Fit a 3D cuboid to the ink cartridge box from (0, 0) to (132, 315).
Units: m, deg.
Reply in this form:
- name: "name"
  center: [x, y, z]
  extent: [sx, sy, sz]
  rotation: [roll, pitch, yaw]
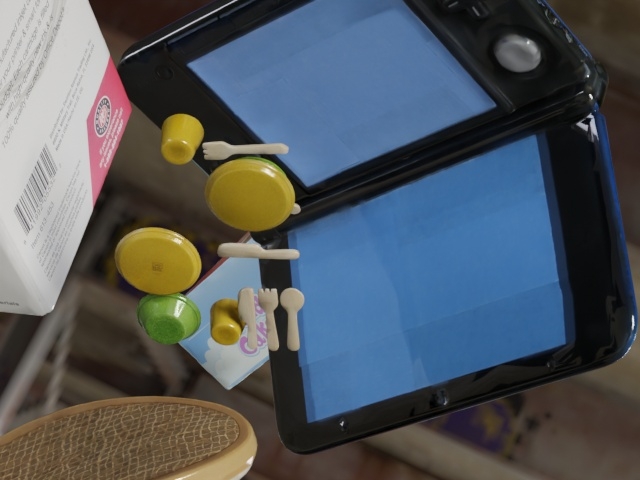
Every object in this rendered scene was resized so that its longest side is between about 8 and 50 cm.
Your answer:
- name: "ink cartridge box"
  center: [-0.208, -0.095, 1.126]
  extent: [0.100, 0.172, 0.237]
  rotation: [4, -37, 18]

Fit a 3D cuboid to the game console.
- name: "game console"
  center: [0.024, -0.030, 1.202]
  extent: [0.293, 0.173, 0.250]
  rotation: [-22, -54, 38]

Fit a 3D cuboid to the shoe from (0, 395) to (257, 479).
- name: "shoe"
  center: [-0.134, 0.129, 0.900]
  extent: [0.076, 0.219, 0.058]
  rotation: [-125, -156, -51]

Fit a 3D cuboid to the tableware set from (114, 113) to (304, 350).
- name: "tableware set"
  center: [-0.061, -0.001, 1.059]
  extent: [0.104, 0.024, 0.154]
  rotation: [1, -50, 6]

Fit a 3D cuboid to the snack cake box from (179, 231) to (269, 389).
- name: "snack cake box"
  center: [0.000, 0.000, 1.609]
  extent: [0.089, 0.152, 0.264]
  rotation: [46, -48, -5]
